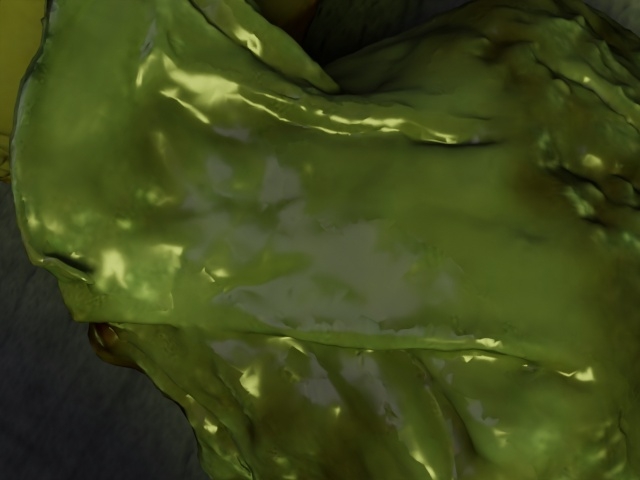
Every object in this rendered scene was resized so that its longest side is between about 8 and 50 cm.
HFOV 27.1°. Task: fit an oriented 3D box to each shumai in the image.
[{"bbox_3d":[0.000,0.000,0.585,0.292,0.288,0.330,-30,48,27],"label":"shumai"}]

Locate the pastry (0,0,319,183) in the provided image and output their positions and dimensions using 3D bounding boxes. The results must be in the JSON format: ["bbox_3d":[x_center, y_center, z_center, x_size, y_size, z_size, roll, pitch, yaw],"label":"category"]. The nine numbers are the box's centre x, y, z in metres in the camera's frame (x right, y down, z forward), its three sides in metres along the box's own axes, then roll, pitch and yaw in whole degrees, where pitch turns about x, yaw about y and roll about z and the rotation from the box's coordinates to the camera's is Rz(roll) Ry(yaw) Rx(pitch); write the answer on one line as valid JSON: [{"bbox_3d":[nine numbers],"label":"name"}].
[{"bbox_3d":[-0.144,-0.215,0.832,0.388,0.313,0.388,-16,65,38],"label":"pastry"}]
